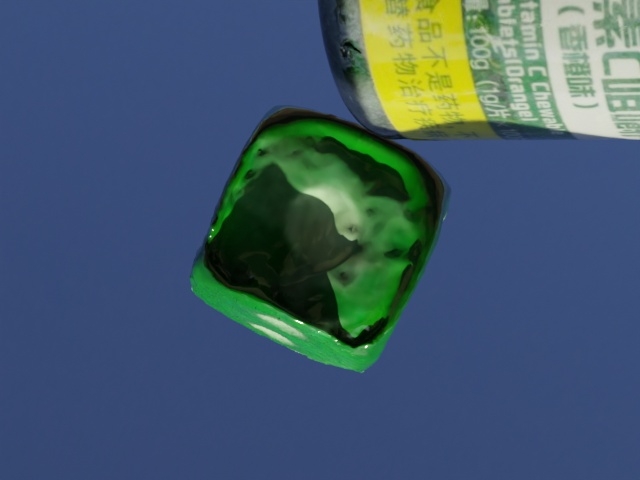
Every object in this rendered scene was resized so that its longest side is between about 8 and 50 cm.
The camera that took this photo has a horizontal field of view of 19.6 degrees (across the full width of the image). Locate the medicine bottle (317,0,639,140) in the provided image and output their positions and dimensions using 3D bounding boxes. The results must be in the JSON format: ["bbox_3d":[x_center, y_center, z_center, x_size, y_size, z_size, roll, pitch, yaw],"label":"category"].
[{"bbox_3d":[0.155,-0.111,0.739,0.293,0.141,0.141,0,-132,21],"label":"medicine bottle"}]

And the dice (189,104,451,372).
[{"bbox_3d":[0.000,0.000,1.140,0.131,0.120,0.128,24,-102,2],"label":"dice"}]
